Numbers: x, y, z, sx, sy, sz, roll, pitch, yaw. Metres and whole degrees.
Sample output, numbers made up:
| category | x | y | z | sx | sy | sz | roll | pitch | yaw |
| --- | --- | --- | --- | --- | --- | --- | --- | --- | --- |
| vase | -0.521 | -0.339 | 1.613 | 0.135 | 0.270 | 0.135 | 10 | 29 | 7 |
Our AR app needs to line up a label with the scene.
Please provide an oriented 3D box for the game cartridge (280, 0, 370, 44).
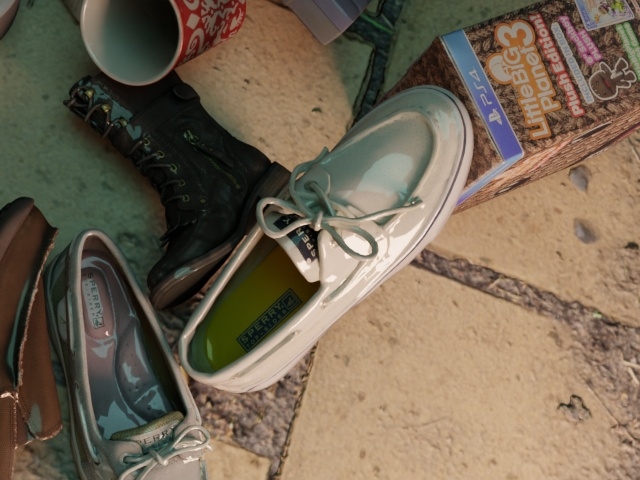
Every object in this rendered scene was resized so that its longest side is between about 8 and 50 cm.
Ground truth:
| category | x | y | z | sx | sy | sz | roll | pitch | yaw |
| --- | --- | --- | --- | --- | --- | --- | --- | --- | --- |
| game cartridge | -0.066 | -0.383 | 1.361 | 0.355 | 0.068 | 0.230 | 48 | 25 | -10 |

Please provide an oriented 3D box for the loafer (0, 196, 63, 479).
| category | x | y | z | sx | sy | sz | roll | pitch | yaw |
| --- | --- | --- | --- | --- | --- | --- | --- | --- | --- |
| loafer | -0.300 | 0.140 | 1.175 | 0.130 | 0.134 | 0.366 | 21 | 72 | -24 |

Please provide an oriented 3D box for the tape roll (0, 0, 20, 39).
| category | x | y | z | sx | sy | sz | roll | pitch | yaw |
| --- | --- | --- | --- | --- | --- | --- | --- | --- | --- |
| tape roll | -0.406 | -0.281 | 1.289 | 0.219 | 0.072 | 0.219 | 6 | 71 | -17 |

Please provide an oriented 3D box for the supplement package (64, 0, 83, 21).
| category | x | y | z | sx | sy | sz | roll | pitch | yaw |
| --- | --- | --- | --- | --- | --- | --- | --- | --- | --- |
| supplement package | -0.249 | -0.380 | 1.338 | 0.133 | 0.139 | 0.244 | -31 | 84 | -29 |

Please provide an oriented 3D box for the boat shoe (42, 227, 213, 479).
| category | x | y | z | sx | sy | sz | roll | pitch | yaw |
| --- | --- | --- | --- | --- | --- | --- | --- | --- | --- |
| boat shoe | -0.179 | 0.146 | 1.215 | 0.118 | 0.103 | 0.321 | -14 | 78 | -23 |

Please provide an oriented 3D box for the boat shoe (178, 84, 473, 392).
| category | x | y | z | sx | sy | sz | roll | pitch | yaw |
| --- | --- | --- | --- | --- | --- | --- | --- | --- | --- |
| boat shoe | -0.007 | -0.005 | 1.203 | 0.367 | 0.156 | 0.136 | -45 | 73 | 10 |

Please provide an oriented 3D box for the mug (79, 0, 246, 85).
| category | x | y | z | sx | sy | sz | roll | pitch | yaw |
| --- | --- | --- | --- | --- | --- | --- | --- | --- | --- |
| mug | -0.139 | -0.239 | 1.300 | 0.113 | 0.150 | 0.169 | 49 | 29 | 2 |

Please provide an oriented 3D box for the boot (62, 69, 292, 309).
| category | x | y | z | sx | sy | sz | roll | pitch | yaw |
| --- | --- | --- | --- | --- | --- | --- | --- | --- | --- |
| boot | -0.165 | -0.072 | 1.288 | 0.229 | 0.091 | 0.263 | 41 | 41 | -2 |

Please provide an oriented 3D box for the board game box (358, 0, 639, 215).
| category | x | y | z | sx | sy | sz | roll | pitch | yaw |
| --- | --- | --- | --- | --- | --- | --- | --- | --- | --- |
| board game box | 0.227 | -0.151 | 1.384 | 0.291 | 0.232 | 0.141 | -22 | 82 | -23 |
